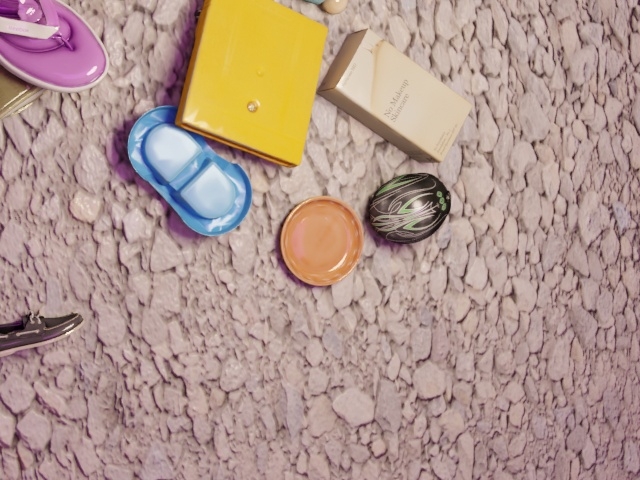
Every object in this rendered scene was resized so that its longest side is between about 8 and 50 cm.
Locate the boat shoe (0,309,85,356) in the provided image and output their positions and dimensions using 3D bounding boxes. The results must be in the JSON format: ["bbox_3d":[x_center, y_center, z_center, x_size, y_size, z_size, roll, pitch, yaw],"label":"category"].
[{"bbox_3d":[-0.567,0.172,1.769,0.206,0.075,0.065,-17,104,-16],"label":"boat shoe"}]

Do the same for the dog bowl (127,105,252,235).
[{"bbox_3d":[-0.274,-0.143,1.867,0.166,0.074,0.297,-47,110,-13],"label":"dog bowl"}]

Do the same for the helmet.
[{"bbox_3d":[0.195,-0.069,2.033,0.161,0.169,0.169,-29,106,-36],"label":"helmet"}]

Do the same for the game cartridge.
[{"bbox_3d":[-0.137,-0.345,1.880,0.285,0.052,0.324,19,75,-31],"label":"game cartridge"}]

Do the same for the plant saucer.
[{"bbox_3d":[0.000,0.000,2.014,0.200,0.037,0.200,-2,94,-23],"label":"plant saucer"}]

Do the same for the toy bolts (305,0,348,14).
[{"bbox_3d":[0.045,-0.571,1.892,0.158,0.218,0.228,36,119,-28],"label":"toy bolts"}]

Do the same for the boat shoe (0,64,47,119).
[{"bbox_3d":[-0.601,-0.272,1.695,0.302,0.103,0.113,-30,88,-17],"label":"boat shoe"}]

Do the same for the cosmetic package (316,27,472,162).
[{"bbox_3d":[0.167,-0.317,2.019,0.309,0.113,0.160,30,83,-23],"label":"cosmetic package"}]

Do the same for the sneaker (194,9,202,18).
[{"bbox_3d":[-0.215,-0.444,1.885,0.109,0.040,0.044,23,87,-22],"label":"sneaker"}]

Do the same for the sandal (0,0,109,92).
[{"bbox_3d":[-0.562,-0.426,1.625,0.416,0.102,0.169,42,73,-5],"label":"sandal"}]
